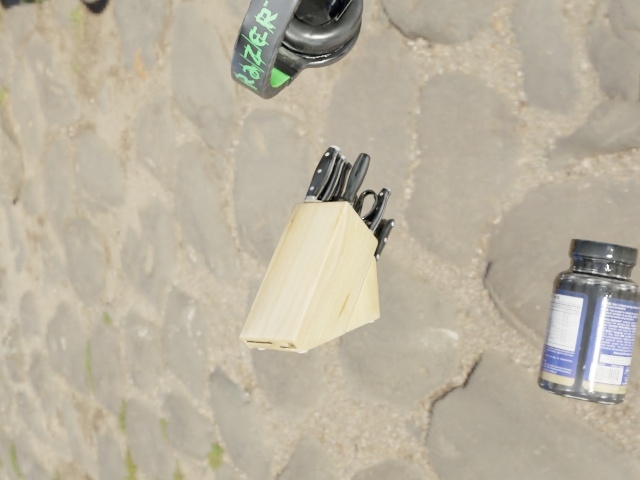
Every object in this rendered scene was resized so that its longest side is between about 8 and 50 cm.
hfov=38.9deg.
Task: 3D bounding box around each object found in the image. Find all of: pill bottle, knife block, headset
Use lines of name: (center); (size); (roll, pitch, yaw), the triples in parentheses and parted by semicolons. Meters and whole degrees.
pill bottle: (0.383, 0.112, 1.276); (0.123, 0.123, 0.219); (10, 90, 54)
knife block: (0.000, 0.000, 1.187); (0.088, 0.276, 0.242); (-2, 98, 35)
headset: (-0.013, -0.347, 1.132); (0.185, 0.394, 0.243); (32, 140, 4)
